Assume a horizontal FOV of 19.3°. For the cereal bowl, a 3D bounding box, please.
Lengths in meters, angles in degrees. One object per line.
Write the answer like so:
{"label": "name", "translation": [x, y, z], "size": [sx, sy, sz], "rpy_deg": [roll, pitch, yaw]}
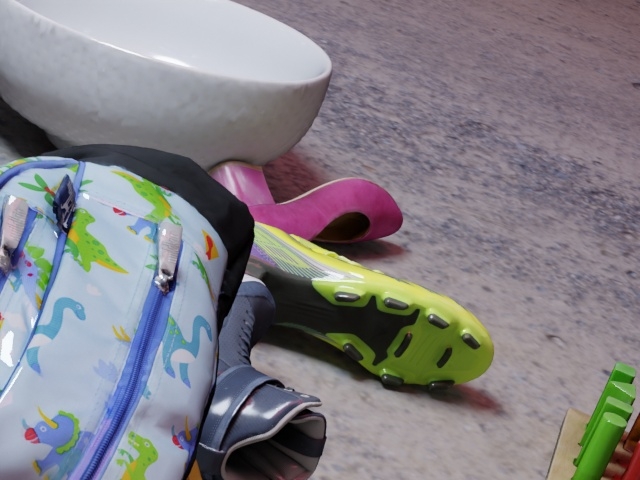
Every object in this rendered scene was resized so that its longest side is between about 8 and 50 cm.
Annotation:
{"label": "cereal bowl", "translation": [-0.167, -0.147, 1.759], "size": [0.339, 0.141, 0.339], "rpy_deg": [16, 17, -5]}

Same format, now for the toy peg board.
{"label": "toy peg board", "translation": [0.275, 0.177, 1.516], "size": [0.161, 0.079, 0.161], "rpy_deg": [24, 22, 6]}

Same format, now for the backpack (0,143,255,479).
{"label": "backpack", "translation": [-0.187, 0.109, 1.006], "size": [0.273, 0.290, 0.355], "rpy_deg": [40, 25, -32]}

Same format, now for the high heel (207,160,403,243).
{"label": "high heel", "translation": [0.000, 0.000, 1.715], "size": [0.244, 0.082, 0.117], "rpy_deg": [16, 49, -50]}

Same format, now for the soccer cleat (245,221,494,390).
{"label": "soccer cleat", "translation": [0.010, 0.039, 1.565], "size": [0.289, 0.093, 0.121], "rpy_deg": [17, 31, -6]}

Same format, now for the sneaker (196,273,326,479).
{"label": "sneaker", "translation": [-0.051, 0.105, 1.355], "size": [0.163, 0.086, 0.226], "rpy_deg": [19, 29, 23]}

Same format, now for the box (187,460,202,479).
{"label": "box", "translation": [-0.091, 0.217, 1.083], "size": [0.058, 0.087, 0.232], "rpy_deg": [14, 22, -21]}
